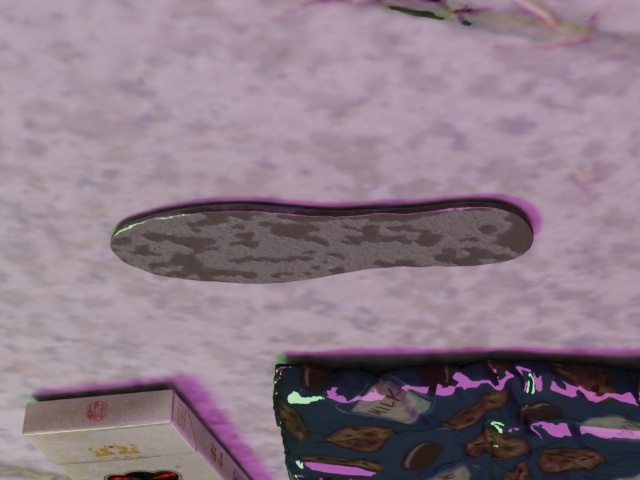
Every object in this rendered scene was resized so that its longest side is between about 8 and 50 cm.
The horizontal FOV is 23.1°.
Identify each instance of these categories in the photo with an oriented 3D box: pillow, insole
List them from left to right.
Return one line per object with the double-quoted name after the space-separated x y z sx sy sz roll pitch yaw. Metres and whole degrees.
0.000 0.000 0.715 0.193 0.006 0.065 -3 148 7 "insole"
0.104 0.118 0.886 0.256 0.034 0.189 1 147 3 "pillow"

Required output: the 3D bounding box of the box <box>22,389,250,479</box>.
-0.100 0.134 0.925 0.090 0.024 0.167 -7 149 14 "box"
